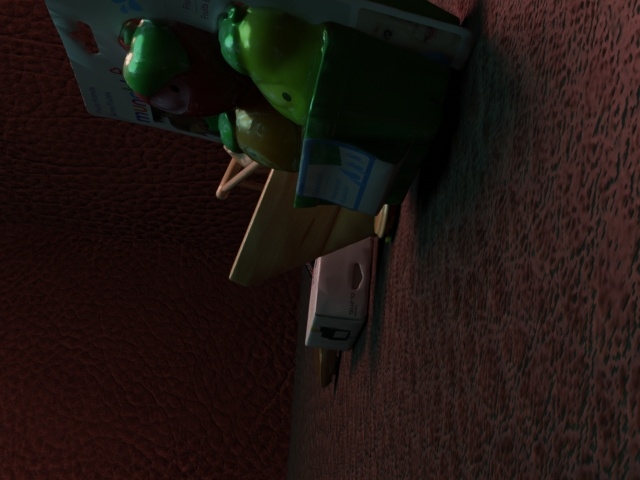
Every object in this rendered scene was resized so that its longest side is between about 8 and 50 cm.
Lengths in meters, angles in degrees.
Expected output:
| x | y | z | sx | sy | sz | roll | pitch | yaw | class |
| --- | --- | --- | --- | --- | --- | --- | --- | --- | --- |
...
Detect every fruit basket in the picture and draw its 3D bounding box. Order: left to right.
| x | y | z | sx | sy | sz | roll | pitch | yaw | class |
| --- | --- | --- | --- | --- | --- | --- | --- | --- | --- |
| -0.067 | -0.136 | 0.808 | 0.327 | 0.353 | 0.165 | 107 | 170 | -71 | fruit basket |

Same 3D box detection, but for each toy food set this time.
| x | y | z | sx | sy | sz | roll | pitch | yaw | class |
| --- | --- | --- | --- | --- | --- | --- | --- | --- | --- |
| 0.077 | -0.042 | 1.036 | 0.083 | 0.020 | 0.083 | -87 | 4 | -48 | toy food set |

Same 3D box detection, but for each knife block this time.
| x | y | z | sx | sy | sz | roll | pitch | yaw | class |
| --- | --- | --- | --- | --- | --- | --- | --- | --- | --- |
| -0.024 | -0.101 | 1.125 | 0.088 | 0.275 | 0.242 | -102 | -11 | -82 | knife block |

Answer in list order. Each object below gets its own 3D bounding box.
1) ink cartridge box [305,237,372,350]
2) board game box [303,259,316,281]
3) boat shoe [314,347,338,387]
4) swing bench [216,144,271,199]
| x | y | z | sx | sy | sz | roll | pitch | yaw | class |
| --- | --- | --- | --- | --- | --- | --- | --- | --- | --- |
| 0.024 | 0.075 | 1.291 | 0.175 | 0.072 | 0.127 | 103 | 174 | -69 | ink cartridge box |
| -0.036 | -0.006 | 2.058 | 0.186 | 0.026 | 0.126 | 65 | -164 | -12 | board game box |
| 0.017 | 0.191 | 1.556 | 0.056 | 0.048 | 0.153 | -114 | 22 | -60 | boat shoe |
| -0.030 | -0.195 | 1.337 | 0.253 | 0.165 | 0.255 | 155 | 123 | -63 | swing bench |
